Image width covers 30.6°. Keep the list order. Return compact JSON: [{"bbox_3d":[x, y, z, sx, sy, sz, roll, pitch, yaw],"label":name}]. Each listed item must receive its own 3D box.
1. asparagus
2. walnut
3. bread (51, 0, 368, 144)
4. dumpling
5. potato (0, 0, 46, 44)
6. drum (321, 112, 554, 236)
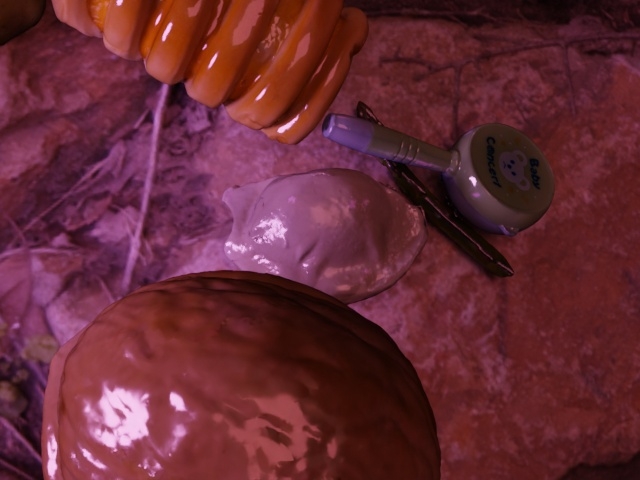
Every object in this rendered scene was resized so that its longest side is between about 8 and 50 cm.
[{"bbox_3d":[0.110,-0.046,1.187,0.034,0.027,0.236,-43,94,-1],"label":"asparagus"},{"bbox_3d":[-0.066,0.167,0.936,0.332,0.333,0.333,4,78,-19],"label":"walnut"},{"bbox_3d":[-0.110,-0.223,1.097,0.311,0.121,0.173,27,71,-9],"label":"bread"},{"bbox_3d":[0.000,0.000,1.098,0.199,0.118,0.136,10,73,5],"label":"dumpling"},{"bbox_3d":[-0.373,-0.225,1.012,0.271,0.111,0.160,-27,91,-21],"label":"potato"},{"bbox_3d":[0.123,-0.062,1.154,0.253,0.049,0.130,0,63,-31],"label":"drum"}]
